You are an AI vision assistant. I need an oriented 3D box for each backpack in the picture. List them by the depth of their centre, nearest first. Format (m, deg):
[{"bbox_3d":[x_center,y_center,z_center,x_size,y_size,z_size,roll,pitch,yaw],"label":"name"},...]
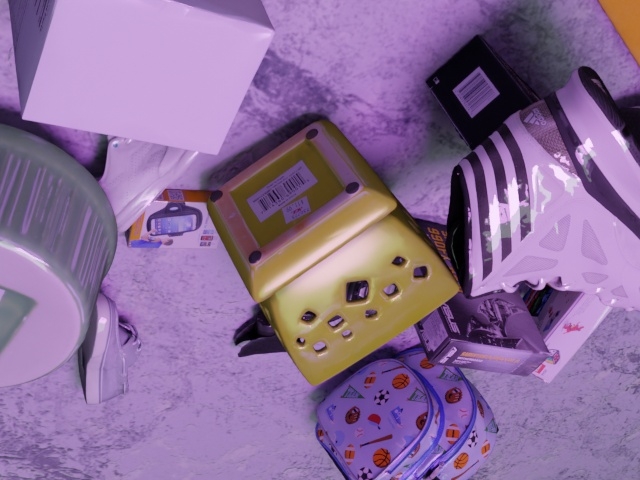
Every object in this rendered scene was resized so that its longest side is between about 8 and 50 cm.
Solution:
[{"bbox_3d":[0.142,0.306,1.520,0.263,0.276,0.213,-37,138,-3],"label":"backpack"}]

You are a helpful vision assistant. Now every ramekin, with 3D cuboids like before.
[{"bbox_3d":[-0.385,0.029,1.029,0.303,0.148,0.303,-2,134,-2],"label":"ramekin"}]

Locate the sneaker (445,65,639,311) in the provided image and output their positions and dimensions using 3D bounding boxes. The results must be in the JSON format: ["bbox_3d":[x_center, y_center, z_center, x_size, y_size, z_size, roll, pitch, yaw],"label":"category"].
[{"bbox_3d":[0.302,0.008,1.131,0.257,0.169,0.447,-30,129,19],"label":"sneaker"}]

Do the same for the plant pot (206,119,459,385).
[{"bbox_3d":[0.000,0.000,1.147,0.228,0.227,0.207,-35,133,2],"label":"plant pot"}]

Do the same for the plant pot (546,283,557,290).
[{"bbox_3d":[0.339,-0.007,1.374,0.095,0.134,0.134,28,123,-6],"label":"plant pot"}]

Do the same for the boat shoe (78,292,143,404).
[{"bbox_3d":[-0.291,0.147,1.299,0.081,0.079,0.228,-9,142,-24],"label":"boat shoe"}]

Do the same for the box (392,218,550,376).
[{"bbox_3d":[0.198,0.077,1.309,0.183,0.231,0.056,11,131,-31],"label":"box"}]

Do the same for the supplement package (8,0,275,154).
[{"bbox_3d":[-0.177,-0.212,0.880,0.194,0.203,0.149,9,129,-29],"label":"supplement package"}]

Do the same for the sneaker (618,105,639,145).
[{"bbox_3d":[0.497,-0.151,1.304,0.270,0.090,0.145,-18,169,24],"label":"sneaker"}]

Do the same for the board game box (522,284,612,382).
[{"bbox_3d":[0.399,0.043,1.376,0.053,0.193,0.305,29,118,-5],"label":"board game box"}]

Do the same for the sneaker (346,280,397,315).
[{"bbox_3d":[0.052,0.066,1.348,0.234,0.106,0.078,13,91,-63],"label":"sneaker"}]

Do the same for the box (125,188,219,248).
[{"bbox_3d":[-0.177,-0.027,1.199,0.136,0.028,0.081,2,131,-22],"label":"box"}]

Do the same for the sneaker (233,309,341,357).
[{"bbox_3d":[-0.044,0.129,1.397,0.170,0.051,0.089,-11,143,-15],"label":"sneaker"}]

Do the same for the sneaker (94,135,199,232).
[{"bbox_3d":[-0.199,-0.108,1.081,0.094,0.080,0.212,42,102,-14],"label":"sneaker"}]

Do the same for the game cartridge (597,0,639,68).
[{"bbox_3d":[0.476,-0.325,1.093,0.285,0.053,0.323,-22,140,29],"label":"game cartridge"}]

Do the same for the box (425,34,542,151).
[{"bbox_3d":[0.233,-0.145,1.154,0.093,0.156,0.158,-41,135,18],"label":"box"}]
